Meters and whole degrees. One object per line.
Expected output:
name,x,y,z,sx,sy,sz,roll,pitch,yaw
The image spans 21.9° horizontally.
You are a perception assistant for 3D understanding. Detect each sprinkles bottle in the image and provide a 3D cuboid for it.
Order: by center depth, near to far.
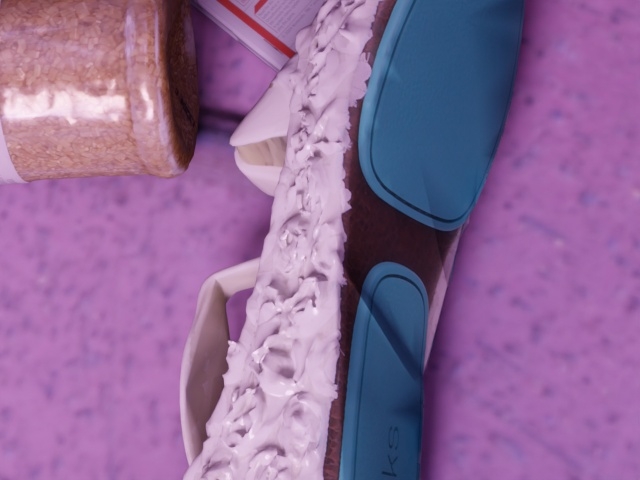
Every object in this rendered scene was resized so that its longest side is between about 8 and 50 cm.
sprinkles bottle,-0.250,-0.084,0.914,0.355,0.121,0.121,-2,69,6

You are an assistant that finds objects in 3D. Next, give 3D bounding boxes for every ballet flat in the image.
ballet flat,0.000,0.000,0.851,0.147,0.147,0.409,10,73,10

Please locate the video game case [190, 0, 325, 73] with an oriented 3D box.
video game case,-0.030,-0.233,0.987,0.285,0.025,0.204,40,84,18
